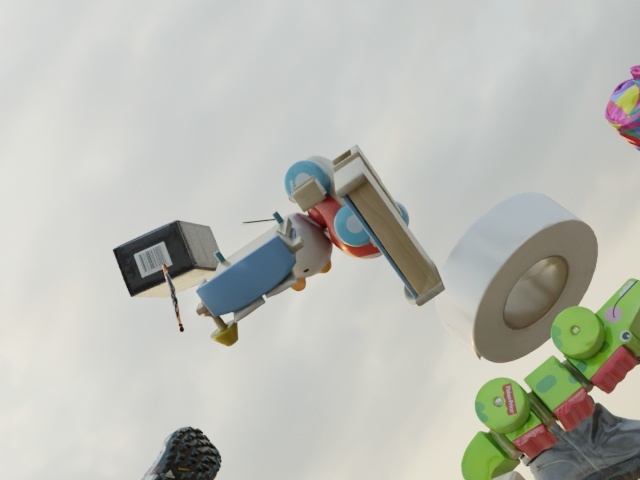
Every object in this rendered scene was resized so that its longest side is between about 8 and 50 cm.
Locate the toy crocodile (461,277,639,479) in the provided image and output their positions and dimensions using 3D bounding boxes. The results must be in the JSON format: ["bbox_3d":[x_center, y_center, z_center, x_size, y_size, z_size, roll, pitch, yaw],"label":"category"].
[{"bbox_3d":[0.302,0.182,1.608,0.340,0.105,0.115,-44,-37,2],"label":"toy crocodile"}]

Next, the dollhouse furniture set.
[{"bbox_3d":[-0.012,0.045,1.871,0.303,0.198,0.286,-34,11,7],"label":"dollhouse furniture set"}]

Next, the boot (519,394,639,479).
[{"bbox_3d":[0.470,0.297,2.144,0.338,0.223,0.118,-33,-32,7],"label":"boot"}]

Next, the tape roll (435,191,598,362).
[{"bbox_3d":[0.328,0.064,2.173,0.286,0.100,0.286,-26,-43,-27],"label":"tape roll"}]

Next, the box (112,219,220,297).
[{"bbox_3d":[-0.303,0.040,2.642,0.153,0.108,0.207,-24,-8,11],"label":"box"}]

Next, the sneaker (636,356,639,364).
[{"bbox_3d":[0.594,0.160,1.957,0.410,0.182,0.158,2,-55,-44],"label":"sneaker"}]

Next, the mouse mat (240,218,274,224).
[{"bbox_3d":[-0.075,-0.041,2.478,0.189,0.152,0.007,-173,77,-85],"label":"mouse mat"}]

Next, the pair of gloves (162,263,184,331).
[{"bbox_3d":[-0.210,0.082,1.865,0.010,0.074,0.083,-15,-43,-7],"label":"pair of gloves"}]

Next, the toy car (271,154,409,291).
[{"bbox_3d":[0.000,0.000,2.201,0.238,0.210,0.219,-53,-13,14],"label":"toy car"}]

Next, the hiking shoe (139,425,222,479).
[{"bbox_3d":[-0.274,0.421,2.242,0.132,0.113,0.304,-37,4,24],"label":"hiking shoe"}]

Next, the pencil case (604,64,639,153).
[{"bbox_3d":[0.537,-0.161,1.994,0.236,0.104,0.104,39,-91,-31],"label":"pencil case"}]

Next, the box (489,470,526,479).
[{"bbox_3d":[0.113,0.361,1.142,0.148,0.121,0.311,-33,10,37],"label":"box"}]
